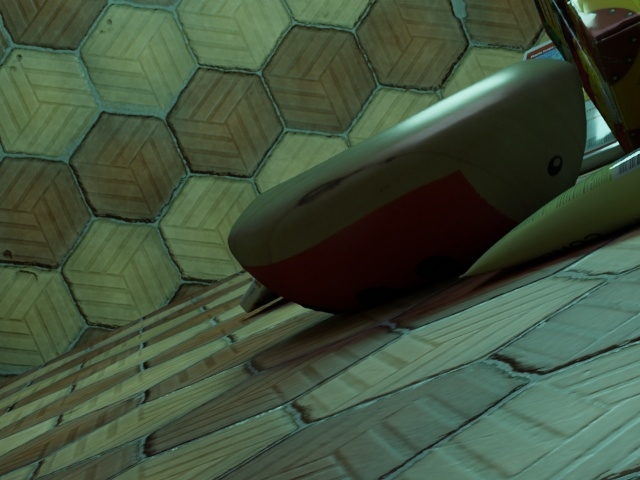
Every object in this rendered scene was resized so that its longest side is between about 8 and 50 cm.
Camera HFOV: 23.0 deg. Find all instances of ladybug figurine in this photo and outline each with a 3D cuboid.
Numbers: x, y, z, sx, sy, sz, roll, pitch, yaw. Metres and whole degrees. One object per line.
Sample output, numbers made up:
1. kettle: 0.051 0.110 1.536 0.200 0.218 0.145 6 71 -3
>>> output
1. ladybug figurine: 0.096 -0.043 1.683 0.449 0.162 0.305 -25 3 34

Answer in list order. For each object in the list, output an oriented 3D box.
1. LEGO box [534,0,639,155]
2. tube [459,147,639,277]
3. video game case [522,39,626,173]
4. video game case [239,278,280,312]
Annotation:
1. LEGO box: 0.526 -0.350 1.918 0.500 0.193 0.372 -24 34 6
2. tube: 0.233 -0.023 1.397 0.070 0.062 0.240 26 -39 -36
3. video game case: 0.356 -0.197 2.198 0.204 0.025 0.285 -23 39 38
4. video game case: 0.000 0.000 2.297 0.227 0.026 0.206 -26 -23 -47
